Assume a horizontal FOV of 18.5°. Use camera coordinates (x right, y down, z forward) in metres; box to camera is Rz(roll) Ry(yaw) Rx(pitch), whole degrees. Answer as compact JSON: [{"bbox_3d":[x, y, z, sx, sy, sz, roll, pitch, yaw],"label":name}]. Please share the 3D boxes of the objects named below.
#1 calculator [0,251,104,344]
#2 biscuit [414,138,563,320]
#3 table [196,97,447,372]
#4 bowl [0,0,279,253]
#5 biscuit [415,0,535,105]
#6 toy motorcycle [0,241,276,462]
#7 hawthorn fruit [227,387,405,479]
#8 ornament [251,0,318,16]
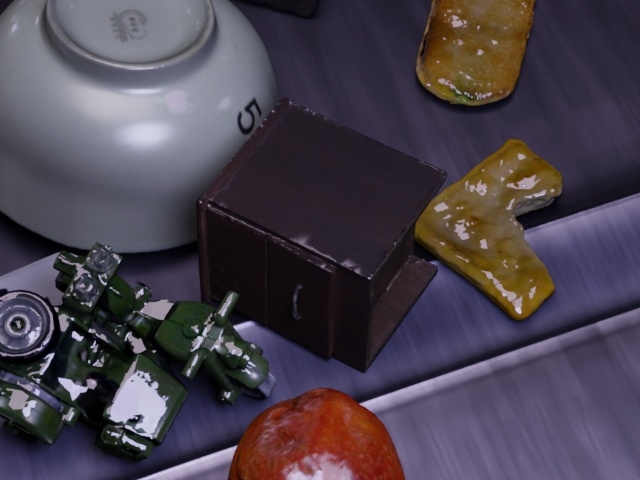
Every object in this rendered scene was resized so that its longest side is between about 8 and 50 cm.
[{"bbox_3d":[-0.309,0.087,1.983,0.210,0.039,0.121,-23,55,-16],"label":"calculator"},{"bbox_3d":[0.203,-0.016,2.065,0.174,0.039,0.183,35,61,25],"label":"biscuit"},{"bbox_3d":[0.000,0.000,1.971,0.193,0.169,0.172,26,57,17],"label":"table"},{"bbox_3d":[-0.205,-0.176,2.072,0.354,0.185,0.354,5,49,-6],"label":"bowl"},{"bbox_3d":[0.182,-0.247,2.251,0.118,0.029,0.247,15,53,3],"label":"biscuit"},{"bbox_3d":[-0.191,0.122,1.892,0.275,0.127,0.205,28,72,2],"label":"toy motorcycle"},{"bbox_3d":[-0.006,0.229,1.812,0.173,0.173,0.179,-19,29,-14],"label":"hawthorn fruit"},{"bbox_3d":[-0.064,-0.406,2.339,0.251,0.106,0.260,22,46,7],"label":"ornament"}]
